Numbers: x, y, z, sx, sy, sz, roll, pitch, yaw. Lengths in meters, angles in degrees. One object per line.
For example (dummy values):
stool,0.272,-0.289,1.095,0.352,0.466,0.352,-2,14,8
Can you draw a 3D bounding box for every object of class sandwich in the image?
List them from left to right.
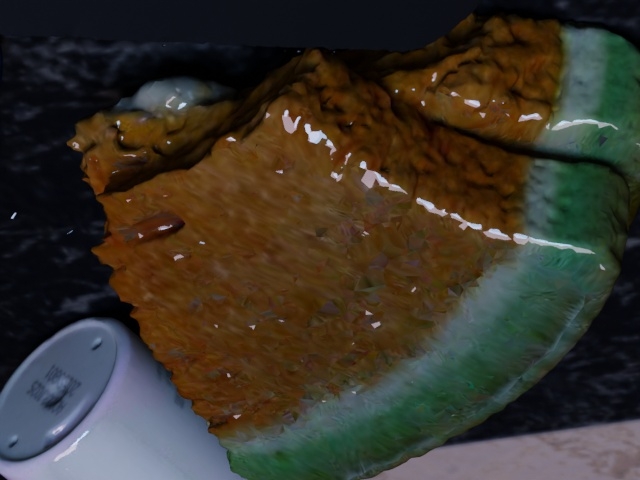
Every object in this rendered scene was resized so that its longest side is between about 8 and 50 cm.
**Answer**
sandwich,0.014,0.002,0.701,0.292,0.109,0.212,-20,130,27

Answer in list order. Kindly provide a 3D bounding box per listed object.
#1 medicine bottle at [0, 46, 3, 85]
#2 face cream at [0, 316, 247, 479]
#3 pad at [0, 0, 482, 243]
medicine bottle,-0.270,-0.063,0.699,0.258,0.079,0.124,15,140,-6
face cream,-0.031,0.179,0.898,0.102,0.102,0.345,-23,129,29
pad,-0.049,-0.143,0.413,0.063,0.375,0.315,36,114,31
